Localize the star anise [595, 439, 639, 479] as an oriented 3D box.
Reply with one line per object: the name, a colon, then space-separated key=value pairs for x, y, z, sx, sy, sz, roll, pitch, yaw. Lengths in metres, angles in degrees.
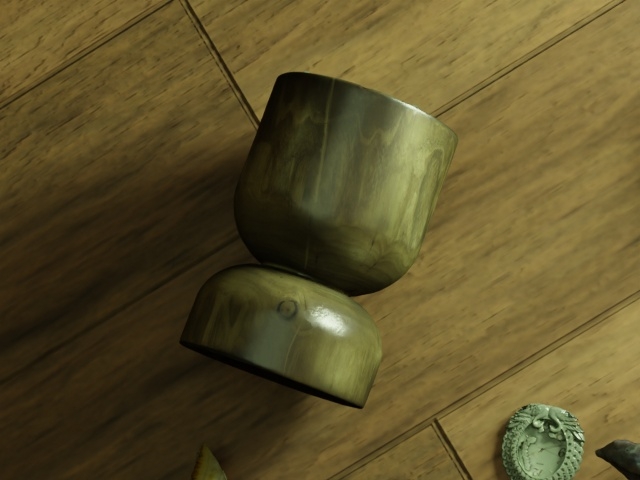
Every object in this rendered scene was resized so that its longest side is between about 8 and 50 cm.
star anise: x=0.327 y=0.225 z=1.443 sx=0.129 sy=0.212 sz=0.282 roll=25 pitch=95 yaw=-20

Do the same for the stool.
stool: x=0.000 y=0.000 z=1.556 sx=0.179 sy=0.179 sz=0.264 roll=19 pitch=82 yaw=14

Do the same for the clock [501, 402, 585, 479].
clock: x=0.201 y=0.190 z=1.562 sx=0.074 sy=0.010 sz=0.083 roll=10 pitch=81 yaw=13

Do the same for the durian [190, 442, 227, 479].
durian: x=-0.114 y=0.300 z=1.574 sx=0.140 sy=0.078 sz=0.224 roll=1 pitch=68 yaw=24
